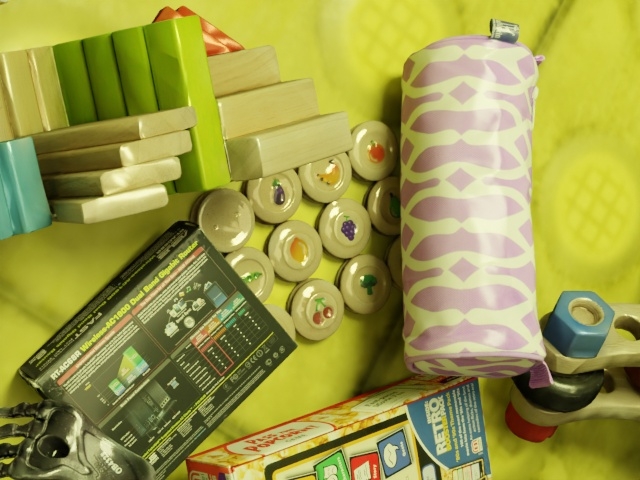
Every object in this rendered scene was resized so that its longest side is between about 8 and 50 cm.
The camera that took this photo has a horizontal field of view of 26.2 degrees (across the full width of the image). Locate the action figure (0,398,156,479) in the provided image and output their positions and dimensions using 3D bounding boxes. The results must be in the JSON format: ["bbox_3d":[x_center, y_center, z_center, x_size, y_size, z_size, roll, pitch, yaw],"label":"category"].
[{"bbox_3d":[-0.130,0.193,0.671,0.276,0.141,0.164,84,19,-48],"label":"action figure"}]

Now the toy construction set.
[{"bbox_3d":[0.280,0.137,0.889,0.237,0.257,0.309,-29,126,-40],"label":"toy construction set"}]

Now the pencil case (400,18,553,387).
[{"bbox_3d":[0.091,-0.019,0.812,0.088,0.086,0.206,8,77,-26],"label":"pencil case"}]

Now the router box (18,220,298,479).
[{"bbox_3d":[-0.086,0.063,0.744,0.122,0.038,0.092,-44,112,-15],"label":"router box"}]

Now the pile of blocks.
[{"bbox_3d":[-0.156,-0.060,0.643,0.362,0.149,0.113,-16,99,-29],"label":"pile of blocks"}]

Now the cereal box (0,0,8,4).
[{"bbox_3d":[-0.249,-0.220,0.642,0.240,0.047,0.173,12,85,-31],"label":"cereal box"}]

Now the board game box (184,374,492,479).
[{"bbox_3d":[0.022,0.169,0.797,0.193,0.045,0.147,-13,98,-40],"label":"board game box"}]

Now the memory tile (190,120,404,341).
[{"bbox_3d":[0.000,0.000,0.816,0.148,0.012,0.113,-26,104,-27],"label":"memory tile"}]
